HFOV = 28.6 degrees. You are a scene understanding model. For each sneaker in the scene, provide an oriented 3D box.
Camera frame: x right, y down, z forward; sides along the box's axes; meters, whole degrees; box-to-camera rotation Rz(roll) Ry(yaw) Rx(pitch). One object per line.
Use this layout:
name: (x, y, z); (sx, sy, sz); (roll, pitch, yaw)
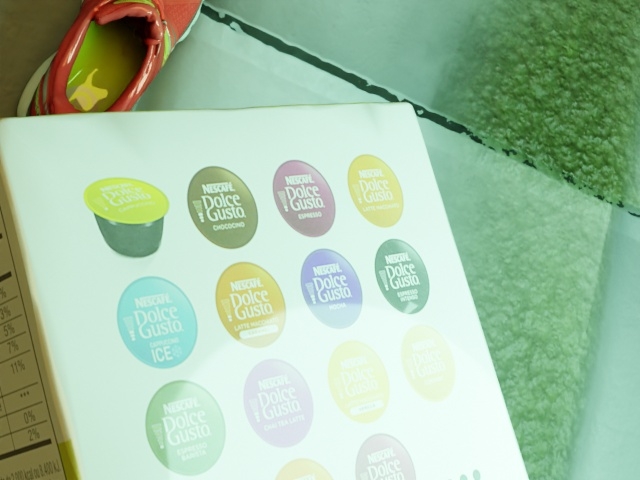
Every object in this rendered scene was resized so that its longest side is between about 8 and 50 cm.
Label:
sneaker: (-0.152, -0.186, 1.051); (0.107, 0.118, 0.279); (28, 71, -19)

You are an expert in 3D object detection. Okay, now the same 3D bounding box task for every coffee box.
coffee box: (-0.117, 0.120, 0.838); (0.337, 0.338, 0.334); (-8, 79, -45)
